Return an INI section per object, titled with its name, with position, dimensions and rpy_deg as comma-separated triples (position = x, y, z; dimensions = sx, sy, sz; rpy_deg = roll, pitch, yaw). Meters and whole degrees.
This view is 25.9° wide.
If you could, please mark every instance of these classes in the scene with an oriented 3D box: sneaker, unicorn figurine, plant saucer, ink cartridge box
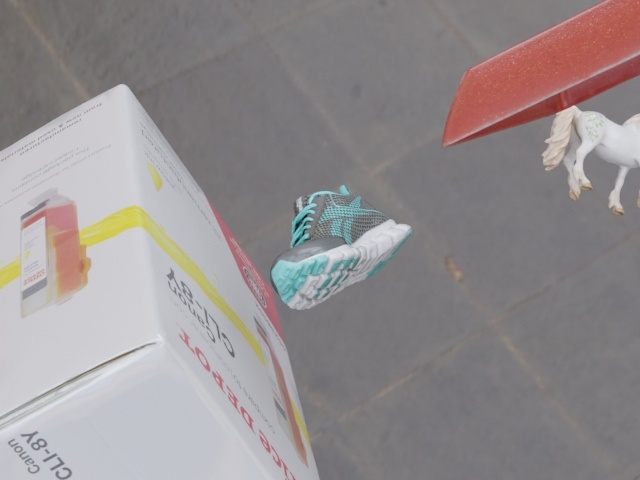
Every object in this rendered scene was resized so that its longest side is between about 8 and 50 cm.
[sneaker]
position = 0.000, 0.000, 1.046
dimensions = 0.076, 0.065, 0.166
rpy_deg = 46, 27, 13
[unicorn figurine]
position = 0.275, -0.082, 1.295
dimensions = 0.162, 0.060, 0.111
rpy_deg = 27, 62, -41
[plant saucer]
position = 0.232, -0.150, 0.992
dimensions = 0.259, 0.258, 0.047
rpy_deg = -22, 88, -59
[ink cartridge box]
position = -0.137, 0.094, 1.108
dimensions = 0.160, 0.279, 0.384
rpy_deg = -28, 33, 7
